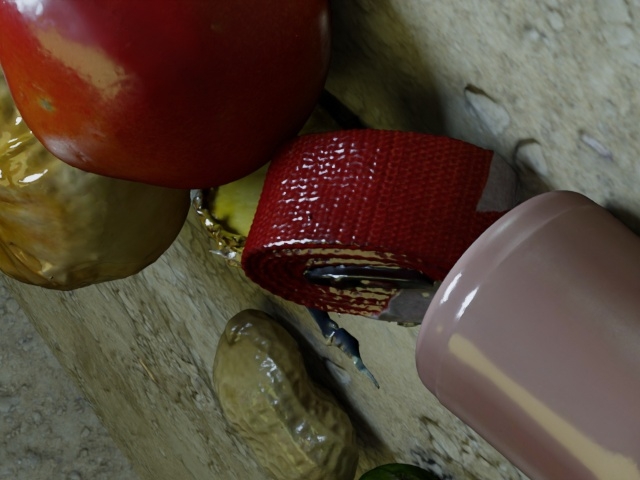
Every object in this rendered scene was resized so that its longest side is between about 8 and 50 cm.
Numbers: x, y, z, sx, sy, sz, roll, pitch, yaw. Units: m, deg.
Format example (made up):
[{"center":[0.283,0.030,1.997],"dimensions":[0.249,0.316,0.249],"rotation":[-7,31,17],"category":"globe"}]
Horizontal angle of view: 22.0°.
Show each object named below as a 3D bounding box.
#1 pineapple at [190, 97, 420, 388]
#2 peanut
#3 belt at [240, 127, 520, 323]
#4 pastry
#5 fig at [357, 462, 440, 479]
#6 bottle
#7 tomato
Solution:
[{"center":[-0.005,0.003,1.390],"dimensions":[0.334,0.158,0.161],"rotation":[42,159,27],"category":"pineapple"},{"center":[-0.044,0.186,1.875],"dimensions":[0.233,0.110,0.197],"rotation":[54,161,-8],"category":"peanut"},{"center":[0.047,-0.019,1.218],"dimensions":[0.201,0.124,0.128],"rotation":[3,154,26],"category":"belt"},{"center":[-0.281,-0.139,1.645],"dimensions":[0.409,0.245,0.409],"rotation":[42,155,24],"category":"pastry"},{"center":[0.115,0.302,1.737],"dimensions":[0.177,0.117,0.117],"rotation":[16,142,34],"category":"fig"},{"center":[0.226,0.115,1.074],"dimensions":[0.297,0.173,0.206],"rotation":[39,-172,29],"category":"bottle"},{"center":[-0.134,-0.170,1.261],"dimensions":[0.298,0.226,0.298],"rotation":[31,144,26],"category":"tomato"}]
